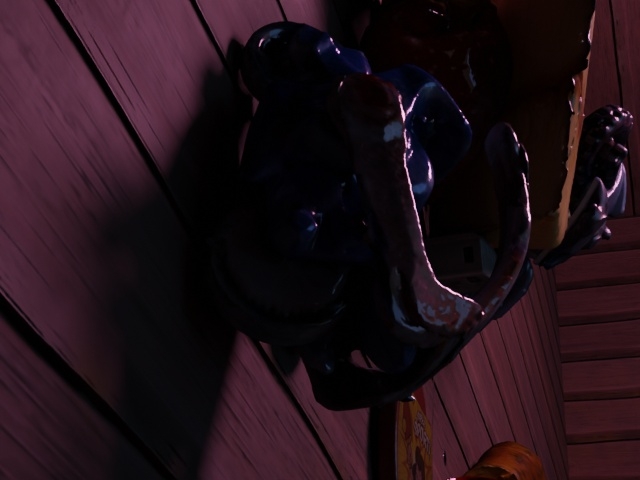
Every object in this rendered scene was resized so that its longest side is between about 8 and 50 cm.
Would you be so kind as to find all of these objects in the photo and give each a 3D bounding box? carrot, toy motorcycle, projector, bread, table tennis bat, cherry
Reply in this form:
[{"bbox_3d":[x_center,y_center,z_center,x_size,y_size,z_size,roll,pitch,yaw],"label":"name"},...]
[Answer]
[{"bbox_3d":[0.282,0.378,1.554,0.302,0.114,0.114,12,71,-70],"label":"carrot"},{"bbox_3d":[0.351,-0.020,1.554,0.416,0.172,0.232,-52,153,1],"label":"toy motorcycle"},{"bbox_3d":[0.169,0.034,1.312,0.147,0.115,0.061,32,51,-68],"label":"projector"},{"bbox_3d":[0.227,-0.158,1.266,0.405,0.242,0.346,3,92,-72],"label":"bread"},{"bbox_3d":[0.035,-0.026,0.772,0.241,0.182,0.319,35,44,-30],"label":"toy motorcycle"},{"bbox_3d":[0.100,0.207,1.159,0.200,0.038,0.310,63,29,-53],"label":"table tennis bat"},{"bbox_3d":[0.137,-0.179,1.198,0.192,0.175,0.250,-47,135,-53],"label":"cherry"}]

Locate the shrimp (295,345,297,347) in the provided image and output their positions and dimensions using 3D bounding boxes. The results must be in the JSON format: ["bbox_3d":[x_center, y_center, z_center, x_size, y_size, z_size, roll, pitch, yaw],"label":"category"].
[{"bbox_3d":[-0.003,0.002,0.904,0.133,0.053,0.236,49,35,-24],"label":"shrimp"}]

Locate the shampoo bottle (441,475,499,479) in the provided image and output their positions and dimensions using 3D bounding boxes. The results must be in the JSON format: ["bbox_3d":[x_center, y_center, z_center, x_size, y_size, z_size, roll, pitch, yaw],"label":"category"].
[{"bbox_3d":[0.167,0.434,1.154,0.118,0.076,0.314,3,86,-59],"label":"shampoo bottle"}]

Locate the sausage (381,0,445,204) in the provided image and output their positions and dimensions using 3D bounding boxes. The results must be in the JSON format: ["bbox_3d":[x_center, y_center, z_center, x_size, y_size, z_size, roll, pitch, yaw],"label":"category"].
[{"bbox_3d":[0.125,-0.195,1.336,0.078,0.078,0.304,24,60,-70],"label":"sausage"}]
